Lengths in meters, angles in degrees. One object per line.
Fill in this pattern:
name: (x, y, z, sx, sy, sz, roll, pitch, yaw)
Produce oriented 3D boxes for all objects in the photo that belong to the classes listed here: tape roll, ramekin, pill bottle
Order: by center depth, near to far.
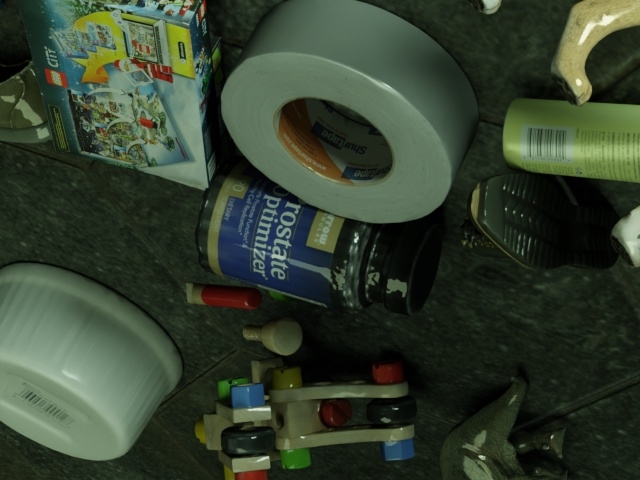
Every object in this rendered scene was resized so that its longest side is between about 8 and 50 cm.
tape roll: (0.025, -0.111, 1.330, 0.219, 0.072, 0.219, 19, 148, 12)
pill bottle: (0.000, 0.000, 1.465, 0.219, 0.122, 0.122, 15, 147, 19)
ramekin: (-0.330, 0.165, 1.952, 0.277, 0.135, 0.277, 20, 149, 13)

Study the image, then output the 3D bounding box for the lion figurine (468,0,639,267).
lion figurine: (0.278, -0.118, 1.040, 0.392, 0.240, 0.142, 57, 175, -23)

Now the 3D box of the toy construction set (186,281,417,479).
toy construction set: (-0.067, 0.171, 1.716, 0.237, 0.257, 0.308, 3, 123, 54)

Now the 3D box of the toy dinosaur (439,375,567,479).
toy dinosaur: (0.197, 0.265, 1.718, 0.160, 0.121, 0.313, 3, 148, 13)

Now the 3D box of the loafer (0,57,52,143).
loafer: (-0.358, -0.155, 1.553, 0.251, 0.094, 0.087, 1, 129, 29)

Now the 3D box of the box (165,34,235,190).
box: (-0.145, -0.130, 1.463, 0.114, 0.036, 0.207, 19, 148, 14)

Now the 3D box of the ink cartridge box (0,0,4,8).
ink cartridge box: (-0.350, -0.245, 1.454, 0.048, 0.028, 0.083, -3, 139, 39)

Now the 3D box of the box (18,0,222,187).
box: (-0.176, -0.149, 1.367, 0.159, 0.044, 0.233, 15, 147, 10)

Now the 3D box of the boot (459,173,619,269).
boot: (0.154, -0.010, 1.327, 0.137, 0.076, 0.198, 2, 167, 42)

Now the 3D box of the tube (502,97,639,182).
tube: (0.269, -0.076, 1.217, 0.240, 0.062, 0.070, 7, 178, 24)
